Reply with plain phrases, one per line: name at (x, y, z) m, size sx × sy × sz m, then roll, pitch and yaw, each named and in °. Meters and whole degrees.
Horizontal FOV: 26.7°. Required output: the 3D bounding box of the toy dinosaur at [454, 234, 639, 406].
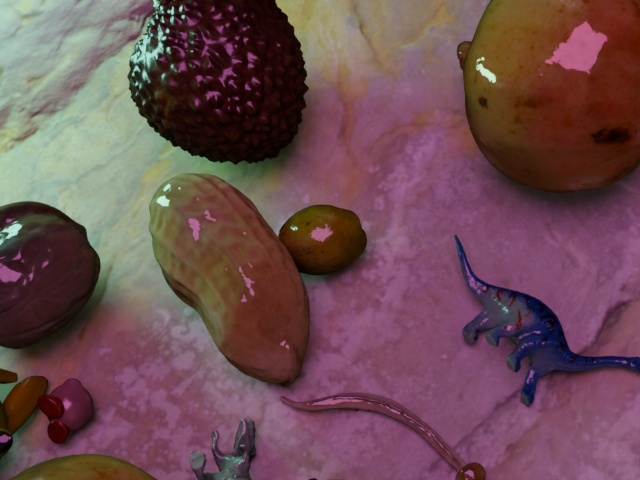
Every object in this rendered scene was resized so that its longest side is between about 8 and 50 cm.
toy dinosaur at (0.279, 0.130, 1.866) m, size 0.329 × 0.076 × 0.144 m, roll 35°, pitch 67°, yaw 18°

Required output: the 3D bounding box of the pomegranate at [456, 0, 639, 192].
pomegranate at (0.334, -0.231, 1.902) m, size 0.343 × 0.342 × 0.342 m, roll -3°, pitch 65°, yaw 6°

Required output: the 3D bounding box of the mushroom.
mushroom at (0.091, 0.255, 1.853) m, size 0.306 × 0.043 × 0.068 m, roll 25°, pitch 46°, yaw 19°

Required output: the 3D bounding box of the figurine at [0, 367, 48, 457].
figurine at (-0.546, 0.238, 1.872) m, size 0.327 × 0.218 × 0.169 m, roll 18°, pitch 109°, yaw 7°

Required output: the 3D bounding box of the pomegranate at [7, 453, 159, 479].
pomegranate at (-0.278, 0.463, 1.610) m, size 0.412 × 0.411 × 0.411 m, roll -3°, pitch 65°, yaw 6°

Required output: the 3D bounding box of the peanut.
peanut at (-0.125, 0.047, 1.897) m, size 0.174 × 0.158 × 0.340 m, roll -48°, pitch 62°, yaw 14°

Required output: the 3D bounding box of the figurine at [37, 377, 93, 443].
figurine at (-0.353, 0.238, 1.896) m, size 0.067 × 0.083 × 0.071 m, roll 14°, pitch 30°, yaw 17°

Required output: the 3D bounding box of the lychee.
lychee at (-0.153, -0.248, 1.986) m, size 0.276 × 0.276 × 0.304 m, roll -41°, pitch 84°, yaw -12°

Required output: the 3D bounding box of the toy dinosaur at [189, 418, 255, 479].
toy dinosaur at (-0.118, 0.338, 1.704) m, size 0.076 × 0.129 × 0.383 m, roll -25°, pitch 30°, yaw 17°

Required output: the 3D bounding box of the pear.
pear at (0.000, 0.000, 1.940) m, size 0.131 × 0.107 × 0.107 m, roll -14°, pitch 64°, yaw 1°

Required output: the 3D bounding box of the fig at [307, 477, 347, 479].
fig at (0.013, 0.393, 1.734) m, size 0.195 × 0.195 × 0.245 m, roll -38°, pitch 27°, yaw -10°

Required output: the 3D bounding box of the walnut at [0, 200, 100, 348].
walnut at (-0.427, 0.044, 1.928) m, size 0.224 × 0.224 × 0.224 m, roll -3°, pitch 65°, yaw 6°
